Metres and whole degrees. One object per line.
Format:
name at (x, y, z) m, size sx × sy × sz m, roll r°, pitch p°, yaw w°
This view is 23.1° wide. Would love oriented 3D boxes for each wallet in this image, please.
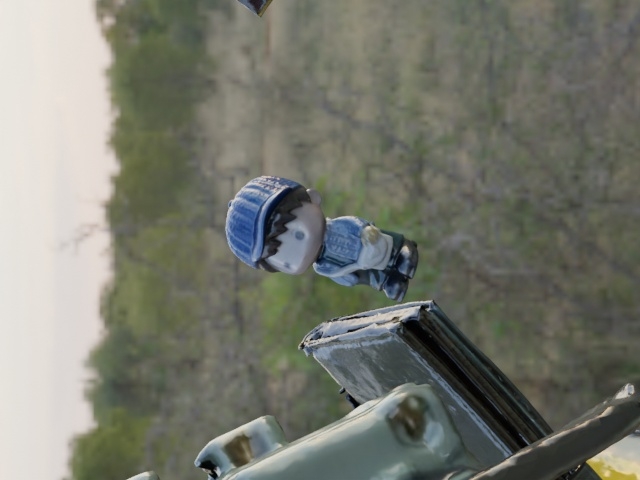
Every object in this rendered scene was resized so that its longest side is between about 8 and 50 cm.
wallet at (0.127, 0.159, 0.908) m, size 0.044 × 0.317 × 0.169 m, roll -45°, pitch 8°, yaw -19°

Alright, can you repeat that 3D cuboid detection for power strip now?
power strip at (-0.013, 0.122, 0.660) m, size 0.092 × 0.257 × 0.251 m, roll 61°, pitch 165°, yaw 18°

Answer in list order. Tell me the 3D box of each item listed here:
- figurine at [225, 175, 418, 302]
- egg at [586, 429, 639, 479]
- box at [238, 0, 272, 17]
figurine at (0.001, -0.005, 1.115) m, size 0.079 × 0.136 × 0.077 m, roll -99°, pitch 26°, yaw -53°
egg at (0.314, 0.367, 1.644) m, size 0.337 × 0.337 × 0.201 m, roll -98°, pitch -10°, yaw -61°
box at (-0.025, -0.270, 0.897) m, size 0.240 × 0.153 × 0.074 m, roll -51°, pitch 5°, yaw 21°
